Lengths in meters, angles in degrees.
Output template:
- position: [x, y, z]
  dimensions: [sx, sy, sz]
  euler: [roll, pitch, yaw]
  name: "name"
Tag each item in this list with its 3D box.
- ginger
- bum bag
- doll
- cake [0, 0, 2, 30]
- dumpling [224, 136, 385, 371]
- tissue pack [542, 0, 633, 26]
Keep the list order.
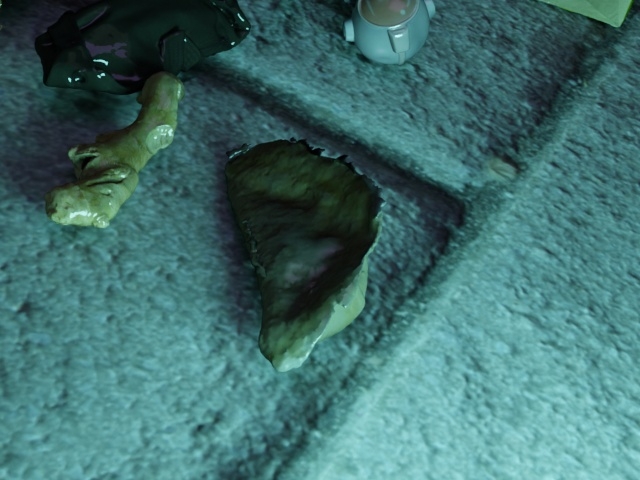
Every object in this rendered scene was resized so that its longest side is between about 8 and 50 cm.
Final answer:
- position: [-0.214, -0.101, 1.608]
  dimensions: [0.089, 0.075, 0.288]
  euler: [19, 43, 7]
  name: "ginger"
- position: [-0.216, -0.240, 1.757]
  dimensions: [0.142, 0.079, 0.326]
  euler: [38, 39, 15]
  name: "bum bag"
- position: [0.067, -0.340, 1.945]
  dimensions: [0.151, 0.151, 0.287]
  euler: [1, 50, -22]
  name: "doll"
- position: [-0.437, -0.219, 1.657]
  dimensions: [0.116, 0.080, 0.185]
  euler: [9, 49, 7]
  name: "cake"
- position: [-0.002, 0.003, 1.557]
  dimensions: [0.166, 0.086, 0.332]
  euler: [-19, 45, 5]
  name: "dumpling"
- position: [0.407, -0.480, 2.183]
  dimensions: [0.167, 0.200, 0.274]
  euler: [17, 40, 0]
  name: "tissue pack"
